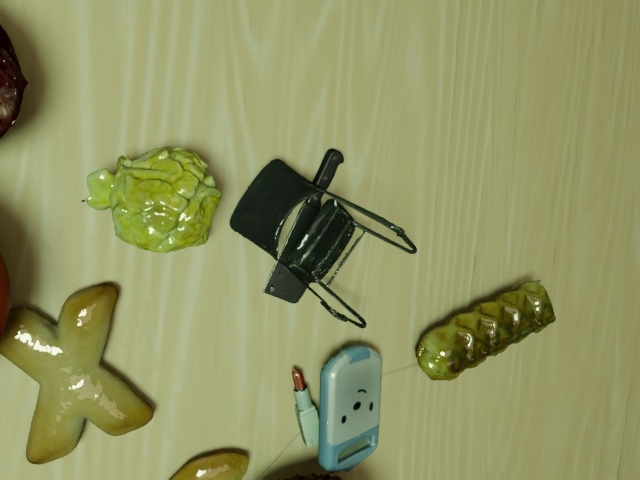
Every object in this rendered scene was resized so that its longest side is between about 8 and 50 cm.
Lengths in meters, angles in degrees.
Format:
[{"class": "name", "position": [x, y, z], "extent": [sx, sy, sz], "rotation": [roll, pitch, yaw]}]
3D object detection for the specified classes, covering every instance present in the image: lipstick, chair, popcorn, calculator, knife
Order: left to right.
[{"class": "popcorn", "position": [-0.198, -0.052, 0.560], "extent": [0.162, 0.135, 0.141], "rotation": [39, 90, -22]}, {"class": "lipstick", "position": [-0.026, 0.259, 0.711], "extent": [0.030, 0.030, 0.129], "rotation": [-16, 102, -18]}, {"class": "knife", "position": [-0.009, -0.020, 0.696], "extent": [0.072, 0.019, 0.246], "rotation": [24, 91, -23]}, {"class": "chair", "position": [0.000, 0.000, 0.643], "extent": [0.221, 0.145, 0.140], "rotation": [34, 88, 25]}, {"class": "calculator", "position": [0.049, 0.271, 0.720], "extent": [0.121, 0.039, 0.211], "rotation": [-3, 98, -39]}]

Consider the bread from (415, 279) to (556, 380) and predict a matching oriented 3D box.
[{"class": "bread", "position": [0.285, 0.160, 0.786], "extent": [0.269, 0.098, 0.087], "rotation": [-22, 61, -16]}]

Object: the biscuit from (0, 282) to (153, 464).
[{"class": "biscuit", "position": [-0.323, 0.173, 0.584], "extent": [0.164, 0.047, 0.208], "rotation": [-17, 101, -19]}]

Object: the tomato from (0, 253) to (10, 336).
[{"class": "tomato", "position": [-0.443, 0.055, 0.424], "extent": [0.255, 0.255, 0.225], "rotation": [19, 75, -21]}]

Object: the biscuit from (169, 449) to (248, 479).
[{"class": "biscuit", "position": [-0.199, 0.460, 0.664], "extent": [0.154, 0.045, 0.300], "rotation": [6, 93, -21]}]

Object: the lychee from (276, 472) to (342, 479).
[{"class": "lychee", "position": [-0.023, 0.476, 0.636], "extent": [0.271, 0.271, 0.272], "rotation": [-2, 97, -20]}]

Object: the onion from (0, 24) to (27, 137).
[{"class": "onion", "position": [-0.416, -0.186, 0.412], "extent": [0.252, 0.219, 0.252], "rotation": [20, 46, -22]}]
